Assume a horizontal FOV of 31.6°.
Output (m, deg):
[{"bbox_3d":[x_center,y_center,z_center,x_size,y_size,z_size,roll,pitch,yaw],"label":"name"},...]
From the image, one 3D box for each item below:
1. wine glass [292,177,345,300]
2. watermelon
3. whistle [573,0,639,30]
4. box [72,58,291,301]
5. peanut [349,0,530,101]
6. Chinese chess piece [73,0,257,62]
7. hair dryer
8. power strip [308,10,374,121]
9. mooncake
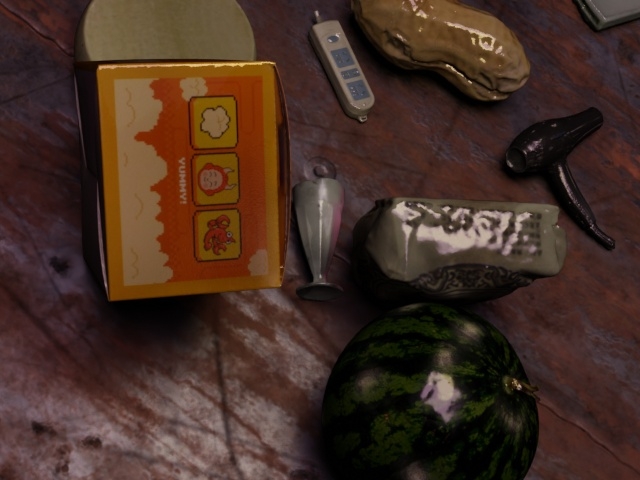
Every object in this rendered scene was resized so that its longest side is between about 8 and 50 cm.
[{"bbox_3d":[0.000,0.000,1.522,0.073,0.073,0.155,4,68,-15],"label":"wine glass"},{"bbox_3d":[0.129,0.207,1.367,0.269,0.269,0.268,6,65,-13],"label":"watermelon"},{"bbox_3d":[0.565,-0.450,1.843,0.290,0.163,0.163,-21,73,-24],"label":"whistle"},{"bbox_3d":[-0.172,-0.085,1.341,0.214,0.283,0.259,-5,101,-16],"label":"box"},{"bbox_3d":[0.178,-0.302,1.680,0.290,0.130,0.130,24,62,-3],"label":"peanut"},{"bbox_3d":[-0.212,-0.255,1.558,0.250,0.101,0.250,6,65,-13],"label":"Chinese chess piece"},{"bbox_3d":[0.389,-0.086,1.689,0.196,0.075,0.219,-25,85,-34],"label":"hair dryer"},{"bbox_3d":[0.029,-0.260,1.671,0.048,0.030,0.191,-17,72,-23],"label":"power strip"},{"bbox_3d":[0.165,0.017,1.465,0.255,0.250,0.136,3,84,-10],"label":"mooncake"}]
